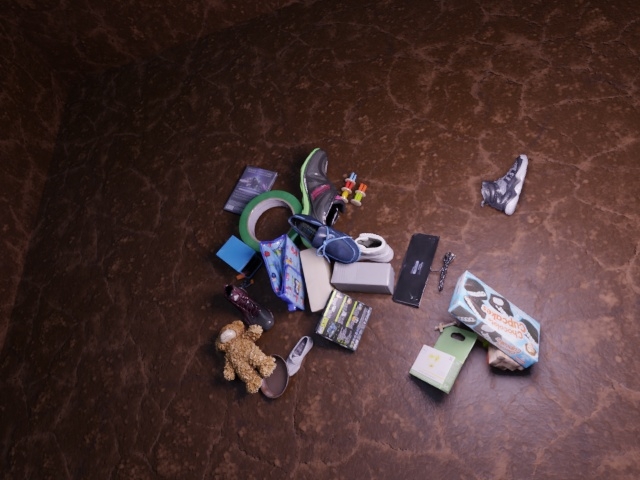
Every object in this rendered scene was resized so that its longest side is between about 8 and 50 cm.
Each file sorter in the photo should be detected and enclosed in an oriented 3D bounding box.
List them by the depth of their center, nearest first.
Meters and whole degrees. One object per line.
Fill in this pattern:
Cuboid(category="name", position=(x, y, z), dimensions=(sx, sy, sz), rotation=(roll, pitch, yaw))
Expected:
Cuboid(category="file sorter", position=(-0.374, 0.082, 2.057), dimensions=(0.170, 0.104, 0.118), rotation=(31, 74, 32))

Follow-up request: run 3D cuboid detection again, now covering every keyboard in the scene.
Cuboid(category="keyboard", position=(0.429, 0.122, 1.795), dimensions=(0.201, 0.033, 0.317), rotation=(11, 71, 31))

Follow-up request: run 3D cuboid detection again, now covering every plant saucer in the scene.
Cuboid(category="plant saucer", position=(-0.183, 0.550, 1.788), dimensions=(0.168, 0.029, 0.169), rotation=(-14, 68, 38))

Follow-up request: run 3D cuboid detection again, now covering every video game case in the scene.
Cuboid(category="video game case", position=(-0.357, -0.250, 2.264), dimensions=(0.196, 0.026, 0.274), rotation=(18, 72, 26))

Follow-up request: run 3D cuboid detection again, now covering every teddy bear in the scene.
Cuboid(category="teddy bear", position=(-0.324, 0.470, 1.832), dimensions=(0.245, 0.113, 0.338), rotation=(-41, 58, 18))

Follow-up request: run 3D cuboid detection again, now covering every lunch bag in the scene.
Cuboid(category="lunch bag", position=(-0.146, 0.161, 1.874), dimensions=(0.138, 0.221, 0.294), rotation=(-17, 61, 12))

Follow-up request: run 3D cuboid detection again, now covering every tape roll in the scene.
Cuboid(category="tape roll", position=(-0.224, -0.079, 2.090), dimensions=(0.320, 0.077, 0.322), rotation=(-5, 67, 13))

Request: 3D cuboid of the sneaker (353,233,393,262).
Cuboid(category="sneaker", position=(0.148, 0.023, 1.865), dimensions=(0.292, 0.169, 0.108), rotation=(-1, 67, 22))

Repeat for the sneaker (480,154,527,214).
Cuboid(category="sneaker", position=(0.748, -0.243, 1.808), dimensions=(0.153, 0.101, 0.269), rotation=(16, 75, 23))

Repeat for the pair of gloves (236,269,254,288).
Cuboid(category="pair of gloves", position=(-0.351, 0.182, 2.063), dimensions=(0.074, 0.010, 0.083), rotation=(-27, 61, 3))

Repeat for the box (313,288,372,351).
Cuboid(category="box", position=(0.092, 0.319, 1.758), dimensions=(0.184, 0.045, 0.191), rotation=(26, 74, -9))

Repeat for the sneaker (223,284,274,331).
Cuboid(category="sneaker", position=(-0.333, 0.285, 1.918), dimensions=(0.281, 0.162, 0.106), rotation=(33, 80, 30))

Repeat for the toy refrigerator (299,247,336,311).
Cuboid(category="toy refrigerator", position=(-0.002, 0.168, 1.882), dimensions=(0.102, 0.094, 0.270), rotation=(-20, 67, 16))

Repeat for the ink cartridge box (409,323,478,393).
Cuboid(category="ink cartridge box", position=(0.442, 0.410, 1.588), dimensions=(0.235, 0.056, 0.171), rotation=(-59, 24, -11))

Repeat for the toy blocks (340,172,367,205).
Cuboid(category="toy blocks", position=(0.160, -0.242, 2.053), dimensions=(0.123, 0.054, 0.148), rotation=(15, 72, 26))

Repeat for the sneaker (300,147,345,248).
Cuboid(category="sneaker", position=(0.019, -0.190, 2.015), dimensions=(0.202, 0.185, 0.484), rotation=(-6, 74, 18))

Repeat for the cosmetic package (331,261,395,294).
Cuboid(category="cosmetic package", position=(0.180, 0.154, 1.816), dimensions=(0.237, 0.127, 0.107), rotation=(3, 67, 23))

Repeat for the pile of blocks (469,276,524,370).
Cuboid(category="pile of blocks", position=(0.612, 0.315, 1.608), dimensions=(0.113, 0.148, 0.362), rotation=(-54, 36, 41))

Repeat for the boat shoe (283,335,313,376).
Cuboid(category="boat shoe", position=(-0.097, 0.471, 1.800), dimensions=(0.066, 0.063, 0.184), rotation=(37, 82, 30))

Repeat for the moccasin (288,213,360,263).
Cuboid(category="moccasin", position=(0.000, 0.000, 1.803), dimensions=(0.341, 0.116, 0.138), rotation=(27, 102, 27))

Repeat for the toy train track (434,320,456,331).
Cuboid(category="toy train track", position=(0.473, 0.320, 1.675), dimensions=(0.083, 0.014, 0.048), rotation=(-20, 27, 19))

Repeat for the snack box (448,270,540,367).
Cuboid(category="snack box", position=(0.601, 0.265, 1.514), dimensions=(0.321, 0.060, 0.187), rotation=(36, 42, 1))
